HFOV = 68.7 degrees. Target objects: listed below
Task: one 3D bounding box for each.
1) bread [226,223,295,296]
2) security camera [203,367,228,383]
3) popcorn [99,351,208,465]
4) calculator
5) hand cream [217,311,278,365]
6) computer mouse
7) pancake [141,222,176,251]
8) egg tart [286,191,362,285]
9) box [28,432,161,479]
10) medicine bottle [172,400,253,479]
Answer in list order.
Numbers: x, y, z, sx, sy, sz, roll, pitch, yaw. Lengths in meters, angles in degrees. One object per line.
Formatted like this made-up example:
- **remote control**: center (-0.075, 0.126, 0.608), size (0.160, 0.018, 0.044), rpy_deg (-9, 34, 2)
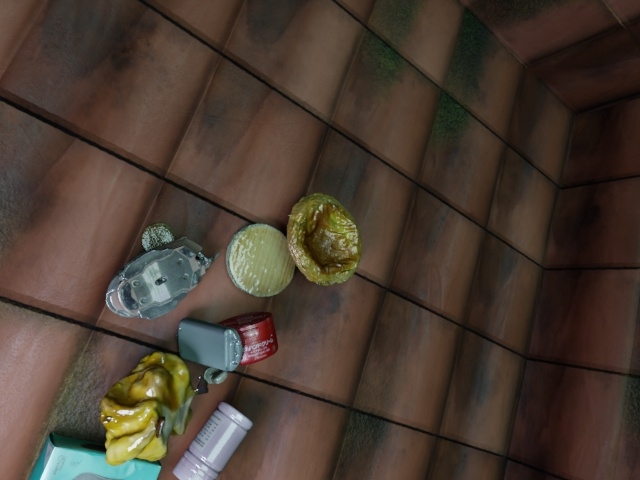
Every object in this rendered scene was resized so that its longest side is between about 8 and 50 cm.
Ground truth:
- **bread**: center (-0.209, 0.070, 1.650), size (0.266, 0.040, 0.267), rpy_deg (3, 84, -32)
- **security camera**: center (-0.335, 0.441, 1.513), size (0.058, 0.092, 0.058), rpy_deg (3, 85, -34)
- **popcorn**: center (-0.492, 0.467, 1.332), size (0.316, 0.280, 0.298), rpy_deg (45, 51, -66)
- **calculator**: center (-0.349, 0.319, 1.447), size (0.045, 0.245, 0.141), rpy_deg (-23, 118, -63)
- **hand cream**: center (-0.237, 0.316, 1.526), size (0.193, 0.193, 0.126), rpy_deg (-16, 97, -32)
- **computer mouse**: center (-0.482, 0.099, 1.440), size (0.389, 0.114, 0.200), rpy_deg (-31, 119, -42)
- **pancake**: center (-0.510, 0.001, 1.484), size (0.114, 0.011, 0.115), rpy_deg (3, 85, -32)
- **egg tart**: center (0.000, 0.000, 1.713), size (0.351, 0.149, 0.353), rpy_deg (11, 73, -39)
- **box**: center (-0.629, 0.679, 1.295), size (0.311, 0.118, 0.205), rpy_deg (28, 71, -28)
- **medicine bottle**: center (-0.334, 0.647, 1.473), size (0.133, 0.133, 0.250), rpy_deg (45, 64, -21)
